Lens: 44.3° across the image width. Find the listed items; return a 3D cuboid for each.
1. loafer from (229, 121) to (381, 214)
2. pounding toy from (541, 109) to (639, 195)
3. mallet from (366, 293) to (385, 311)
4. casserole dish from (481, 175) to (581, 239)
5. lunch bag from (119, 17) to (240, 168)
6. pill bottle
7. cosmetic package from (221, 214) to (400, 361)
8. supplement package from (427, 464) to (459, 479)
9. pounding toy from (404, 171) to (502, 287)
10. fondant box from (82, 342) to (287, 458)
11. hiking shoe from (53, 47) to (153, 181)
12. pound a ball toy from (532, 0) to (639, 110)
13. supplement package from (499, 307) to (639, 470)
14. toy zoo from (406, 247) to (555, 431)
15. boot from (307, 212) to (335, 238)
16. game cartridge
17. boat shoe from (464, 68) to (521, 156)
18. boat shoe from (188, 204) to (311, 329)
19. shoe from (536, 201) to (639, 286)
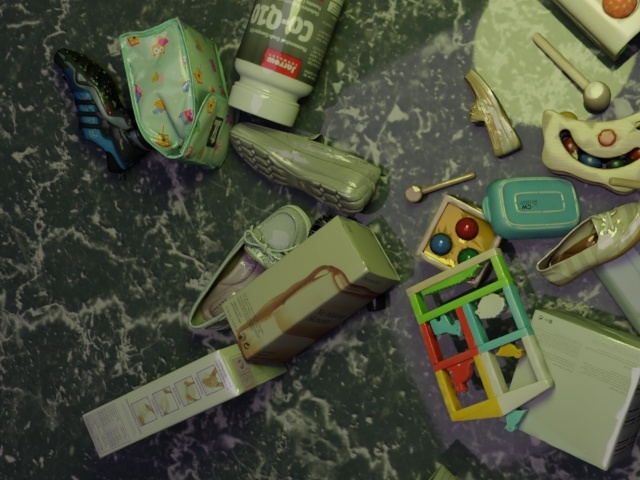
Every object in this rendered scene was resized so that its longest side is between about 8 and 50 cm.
[{"bbox_3d":[-0.032,-0.159,1.535,0.319,0.112,0.111,28,65,17],"label":"loafer"},{"bbox_3d":[0.498,-0.162,1.313,0.269,0.155,0.154,21,96,20],"label":"pounding toy"},{"bbox_3d":[0.037,0.107,1.549,0.189,0.039,0.062,-1,91,23],"label":"mallet"},{"bbox_3d":[0.377,-0.062,1.375,0.188,0.037,0.114,-2,74,-11],"label":"casserole dish"},{"bbox_3d":[-0.263,-0.272,1.536,0.160,0.223,0.262,-15,87,12],"label":"lunch bag"},{"bbox_3d":[-0.069,-0.371,1.499,0.161,0.161,0.283,22,99,17],"label":"pill bottle"},{"bbox_3d":[-0.019,0.098,1.479,0.296,0.153,0.129,-38,64,20],"label":"cosmetic package"},{"bbox_3d":[0.260,0.588,1.411,0.293,0.177,0.175,42,104,12],"label":"supplement package"},{"bbox_3d":[0.239,-0.043,1.441,0.206,0.094,0.181,29,101,15],"label":"pounding toy"},{"bbox_3d":[-0.260,0.300,1.547,0.330,0.238,0.096,-28,82,18],"label":"fondant box"},{"bbox_3d":[-0.485,-0.277,1.670,0.132,0.113,0.304,-43,79,15],"label":"hiking shoe"},{"bbox_3d":[0.439,-0.404,1.338,0.208,0.135,0.319,-43,78,15],"label":"pound a ball toy"},{"bbox_3d":[0.444,0.242,1.329,0.194,0.149,0.203,22,99,35],"label":"supplement package"},{"bbox_3d":[0.275,0.184,1.346,0.192,0.030,0.293,-29,70,33],"label":"toy zoo"},{"bbox_3d":[0.000,0.001,1.521,0.045,0.099,0.121,41,104,15],"label":"boot"},{"bbox_3d":[0.625,0.021,1.334,0.294,0.060,0.196,-37,76,16],"label":"game cartridge"},{"bbox_3d":[0.300,-0.230,1.430,0.059,0.063,0.170,-30,83,12],"label":"boat shoe"},{"bbox_3d":[-0.142,0.061,1.570,0.320,0.103,0.118,-45,78,15],"label":"boat shoe"},{"bbox_3d":[0.465,0.004,1.345,0.058,0.077,0.219,30,125,-28],"label":"shoe"}]
